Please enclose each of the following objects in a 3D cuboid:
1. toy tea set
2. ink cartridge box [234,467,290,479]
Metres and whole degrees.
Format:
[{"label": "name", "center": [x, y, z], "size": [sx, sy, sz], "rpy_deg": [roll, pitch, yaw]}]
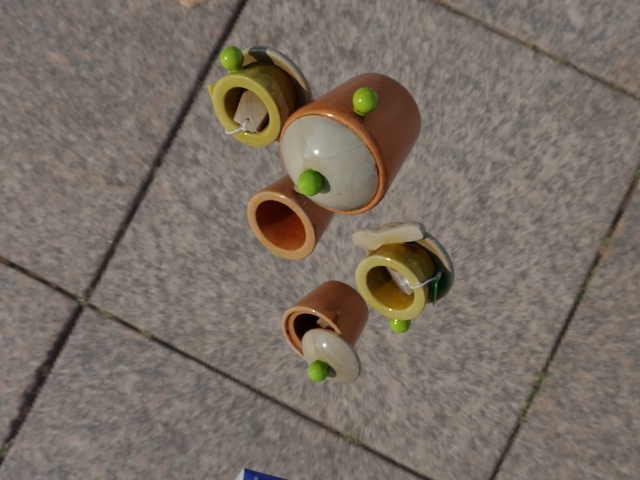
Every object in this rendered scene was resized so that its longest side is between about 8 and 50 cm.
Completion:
[{"label": "toy tea set", "center": [0.000, 0.000, 0.870], "size": [0.200, 0.124, 0.336], "rpy_deg": [7, 128, 34]}, {"label": "ink cartridge box", "center": [-0.031, 0.201, 0.579], "size": [0.097, 0.207, 0.046], "rpy_deg": [18, 50, -11]}]
